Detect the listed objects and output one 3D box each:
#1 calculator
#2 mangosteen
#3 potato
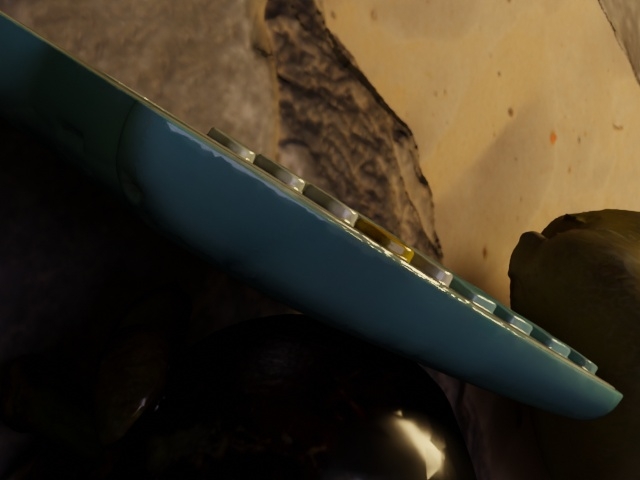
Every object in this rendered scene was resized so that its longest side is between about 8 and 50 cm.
[{"bbox_3d":[0.000,0.000,0.946,0.386,0.256,0.054,26,95,-40],"label":"calculator"},{"bbox_3d":[-0.046,0.134,0.927,0.265,0.228,0.228,31,60,-2],"label":"mangosteen"},{"bbox_3d":[0.247,0.106,1.236,0.351,0.202,0.218,47,44,-26],"label":"potato"}]
